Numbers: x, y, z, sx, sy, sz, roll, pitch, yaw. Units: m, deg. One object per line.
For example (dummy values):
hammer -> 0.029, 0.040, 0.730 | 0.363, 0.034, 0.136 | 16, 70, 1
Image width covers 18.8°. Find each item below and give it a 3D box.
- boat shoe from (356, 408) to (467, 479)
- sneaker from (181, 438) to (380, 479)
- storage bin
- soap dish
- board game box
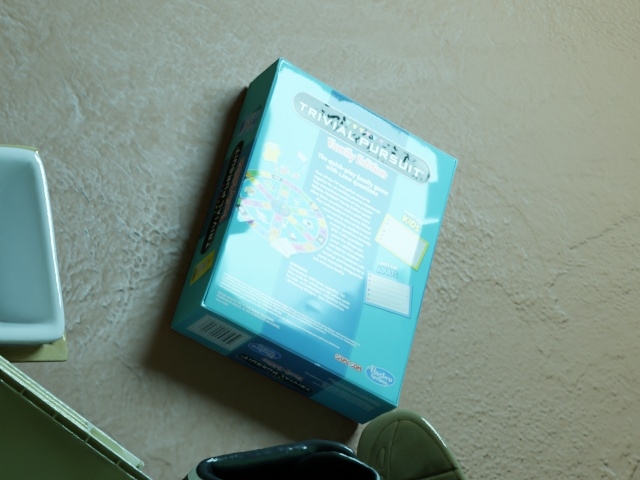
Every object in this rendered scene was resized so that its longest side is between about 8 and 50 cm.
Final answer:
boat shoe -> 0.132, 0.346, 2.081 | 0.123, 0.123, 0.342 | -25, 85, 2
sneaker -> 0.027, 0.362, 1.881 | 0.447, 0.257, 0.169 | 32, 22, -17
storage bin -> -0.331, 0.240, 1.735 | 0.260, 0.123, 0.262 | 39, 84, -13
soap dish -> -0.399, 0.017, 1.860 | 0.291, 0.118, 0.229 | 1, 69, -33
board game box -> 0.000, 0.000, 2.157 | 0.254, 0.079, 0.336 | 29, 56, -20
